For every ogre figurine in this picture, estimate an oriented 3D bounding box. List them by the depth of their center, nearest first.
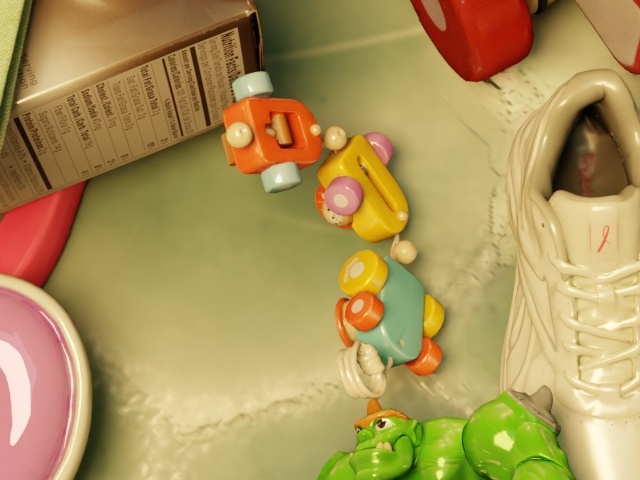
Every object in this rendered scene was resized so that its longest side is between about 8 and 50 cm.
[{"bbox_3d":[0.049,0.138,0.800,0.097,0.197,0.118,19,54,-21],"label":"ogre figurine"}]

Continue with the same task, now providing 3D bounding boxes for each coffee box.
[{"bbox_3d":[-0.193,-0.101,0.844,0.297,0.119,0.168,-23,72,-6],"label":"coffee box"}]

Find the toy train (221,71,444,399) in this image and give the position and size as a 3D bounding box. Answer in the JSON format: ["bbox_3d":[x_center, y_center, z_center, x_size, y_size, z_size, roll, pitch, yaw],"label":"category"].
[{"bbox_3d":[0.000,0.000,0.855,0.046,0.125,0.166,-23,83,35],"label":"toy train"}]

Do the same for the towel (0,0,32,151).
[{"bbox_3d":[-0.283,-0.141,0.780,0.325,0.038,0.248,8,70,5],"label":"towel"}]

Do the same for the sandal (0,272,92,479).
[{"bbox_3d":[-0.305,0.136,0.816,0.416,0.102,0.169,-20,86,4],"label":"sandal"}]

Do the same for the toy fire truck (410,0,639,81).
[{"bbox_3d":[0.096,-0.236,0.843,0.169,0.254,0.302,-27,69,-5],"label":"toy fire truck"}]

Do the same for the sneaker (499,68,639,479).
[{"bbox_3d":[0.128,0.024,0.833,0.090,0.115,0.232,-7,72,2],"label":"sneaker"}]

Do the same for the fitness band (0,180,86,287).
[{"bbox_3d":[-0.222,-0.070,0.925,0.209,0.054,0.291,13,74,5],"label":"fitness band"}]
